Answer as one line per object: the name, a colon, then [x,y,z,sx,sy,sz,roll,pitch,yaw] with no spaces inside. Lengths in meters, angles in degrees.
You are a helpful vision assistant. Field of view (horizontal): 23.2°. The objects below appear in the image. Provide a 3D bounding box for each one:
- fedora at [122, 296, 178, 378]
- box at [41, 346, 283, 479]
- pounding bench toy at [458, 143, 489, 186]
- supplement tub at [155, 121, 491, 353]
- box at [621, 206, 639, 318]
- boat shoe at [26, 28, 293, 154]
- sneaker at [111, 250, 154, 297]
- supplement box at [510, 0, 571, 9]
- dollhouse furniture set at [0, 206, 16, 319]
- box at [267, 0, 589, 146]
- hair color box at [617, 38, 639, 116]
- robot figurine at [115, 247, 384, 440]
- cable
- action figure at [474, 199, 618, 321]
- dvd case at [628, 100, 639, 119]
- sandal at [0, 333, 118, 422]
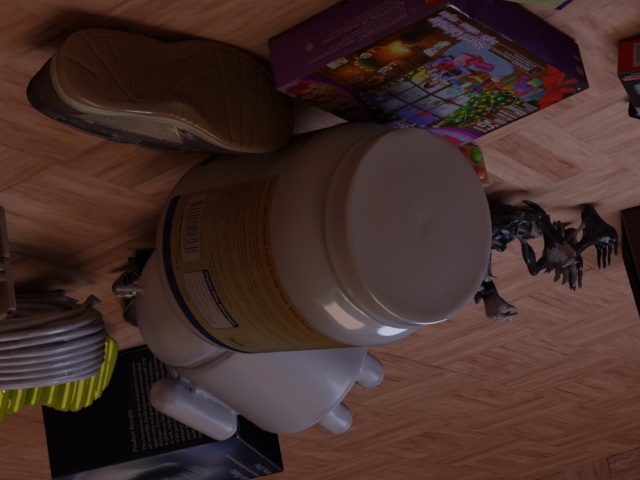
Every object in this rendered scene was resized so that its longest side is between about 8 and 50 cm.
fedora: [-0.142,0.124,2.114,0.243,0.124,0.275,-9,159,-6]
box: [-0.240,0.285,2.408,0.294,0.183,0.296,-13,159,9]
pounding bench toy: [0.171,-0.079,1.852,0.083,0.052,0.065,8,152,-42]
supplement tub: [0.000,0.000,1.617,0.228,0.228,0.316,5,172,-38]
box: [0.527,0.047,2.211,0.168,0.167,0.203,-14,159,7]
boat shoe: [-0.149,-0.134,1.482,0.285,0.103,0.092,6,165,-45]
sneaker: [-0.231,0.037,1.967,0.098,0.038,0.069,-27,155,12]
supplement box: [0.205,-0.256,1.401,0.083,0.056,0.083,3,155,-35]
dollhouse furniture set: [-0.451,0.044,1.727,0.183,0.129,0.129,-25,156,31]
box: [0.114,-0.174,1.563,0.201,0.057,0.293,-23,157,30]
hair color box: [0.374,-0.168,1.691,0.072,0.043,0.141,-5,155,26]
robot figurine: [-0.083,0.103,1.900,0.353,0.300,0.200,39,170,-32]
cable: [-0.390,0.124,1.907,0.257,0.089,0.257,-1,-174,-9]
action figure: [0.270,0.021,2.049,0.275,0.141,0.164,1,158,-38]
dvd case: [0.500,-0.156,1.759,0.253,0.022,0.180,14,154,-12]
sandal: [-0.410,0.168,2.123,0.317,0.138,0.126,-5,117,-51]
